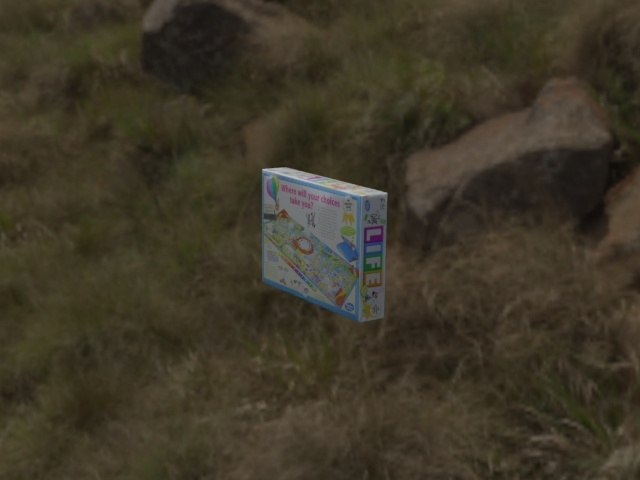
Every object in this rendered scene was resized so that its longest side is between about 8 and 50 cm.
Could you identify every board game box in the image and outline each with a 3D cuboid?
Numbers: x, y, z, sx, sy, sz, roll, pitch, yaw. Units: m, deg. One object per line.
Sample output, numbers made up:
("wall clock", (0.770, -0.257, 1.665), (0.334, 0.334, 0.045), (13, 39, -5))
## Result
("board game box", (0.000, 0.000, 0.985), (0.026, 0.104, 0.154), (-7, 15, -32))
